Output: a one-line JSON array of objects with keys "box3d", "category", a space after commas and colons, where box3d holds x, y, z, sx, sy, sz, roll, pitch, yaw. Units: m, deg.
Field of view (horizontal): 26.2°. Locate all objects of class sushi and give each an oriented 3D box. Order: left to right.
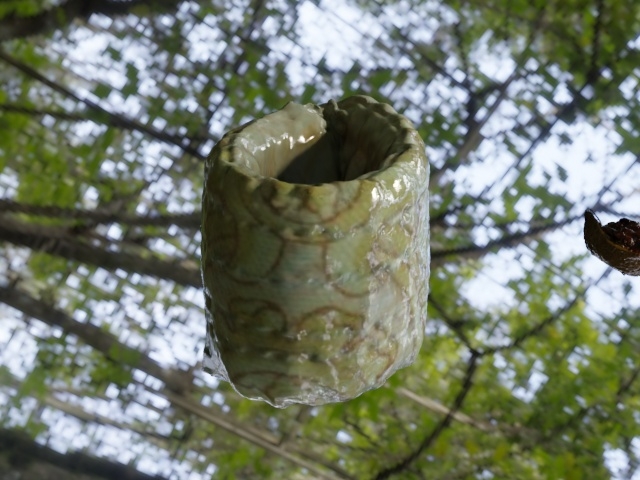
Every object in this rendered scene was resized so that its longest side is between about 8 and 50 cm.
[{"box3d": [0.287, 0.004, 1.266, 0.050, 0.099, 0.047, -60, 167, -60], "category": "sushi"}]

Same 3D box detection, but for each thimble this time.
[{"box3d": [0.000, 0.000, 0.844, 0.190, 0.137, 0.143, -64, 155, -63], "category": "thimble"}]

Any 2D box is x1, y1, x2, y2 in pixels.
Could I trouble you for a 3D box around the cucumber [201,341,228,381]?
[{"box3d": [-0.049, 0.091, 1.410, 0.145, 0.105, 0.325, -59, 179, -20], "category": "cucumber"}]
